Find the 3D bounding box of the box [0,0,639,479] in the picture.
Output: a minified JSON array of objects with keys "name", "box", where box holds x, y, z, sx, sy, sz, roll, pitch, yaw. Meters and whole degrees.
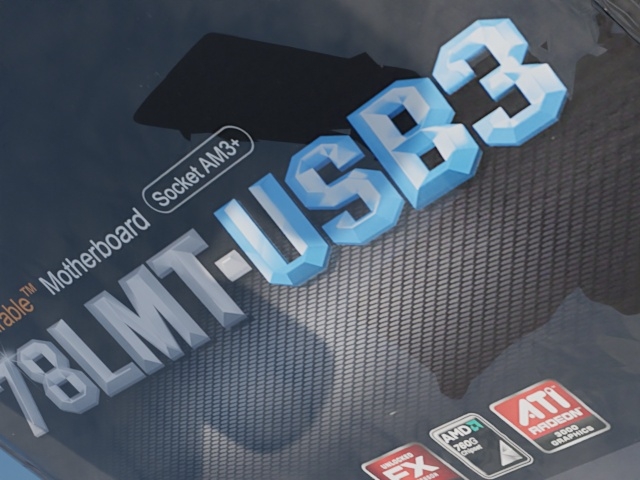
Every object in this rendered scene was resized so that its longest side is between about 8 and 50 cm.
[{"name":"box","box":[0.000,0.000,0.433,0.293,0.295,0.073,40,-132,-18]}]
